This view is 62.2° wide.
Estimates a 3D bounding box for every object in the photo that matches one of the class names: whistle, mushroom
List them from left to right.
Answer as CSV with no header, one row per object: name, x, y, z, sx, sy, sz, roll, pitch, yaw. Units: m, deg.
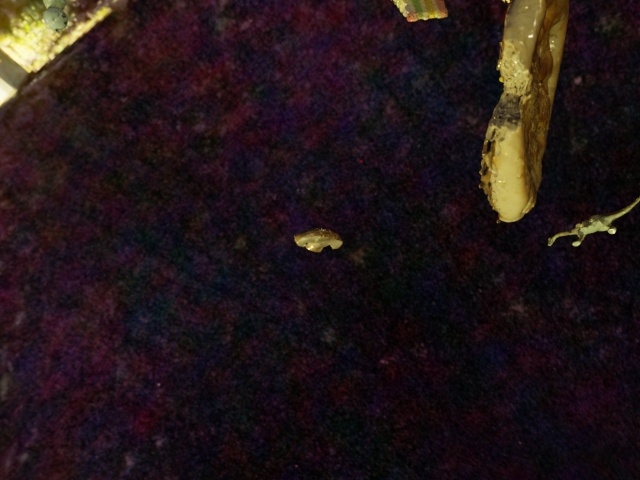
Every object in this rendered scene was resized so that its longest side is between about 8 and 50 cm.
whistle,-0.411,-0.367,0.818,0.035,0.035,0.100,-12,83,33
mushroom,0.000,0.000,0.887,0.049,0.101,0.019,-46,53,36

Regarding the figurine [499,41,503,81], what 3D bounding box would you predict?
figurine,0.649,-0.601,1.718,0.156,0.246,0.131,6,84,8

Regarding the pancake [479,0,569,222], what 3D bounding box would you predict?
pancake,0.316,-0.210,0.811,0.071,0.382,0.383,9,60,27

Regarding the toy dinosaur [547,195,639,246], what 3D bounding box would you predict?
toy dinosaur,0.462,-0.026,0.892,0.180,0.037,0.058,-26,24,38

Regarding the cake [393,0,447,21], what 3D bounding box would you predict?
cake,0.255,-0.671,1.424,0.109,0.090,0.226,-11,49,-7

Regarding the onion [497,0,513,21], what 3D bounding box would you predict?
onion,0.493,-0.643,1.282,0.314,0.146,0.280,131,155,-82
